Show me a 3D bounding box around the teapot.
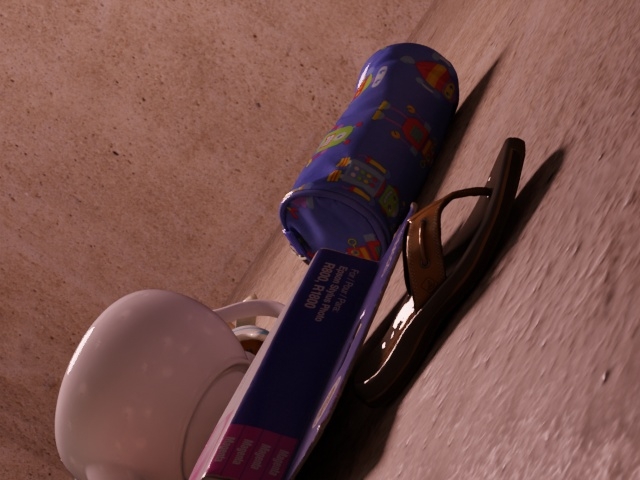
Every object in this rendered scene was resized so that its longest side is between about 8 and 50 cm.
[{"bbox_3d":[-0.148,0.180,1.735,0.252,0.187,0.256,8,-80,-66],"label":"teapot"}]

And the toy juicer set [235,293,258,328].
[{"bbox_3d":[-0.159,0.233,2.173,0.329,0.089,0.209,-48,-17,-4],"label":"toy juicer set"}]

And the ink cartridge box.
[{"bbox_3d":[-0.047,0.153,1.314,0.330,0.071,0.324,-63,0,34],"label":"ink cartridge box"}]

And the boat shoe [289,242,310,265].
[{"bbox_3d":[0.000,0.000,2.009,0.077,0.070,0.219,-59,5,-13],"label":"boat shoe"}]

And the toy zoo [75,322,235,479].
[{"bbox_3d":[-0.239,0.224,2.163,0.293,0.030,0.192,-51,-17,9],"label":"toy zoo"}]

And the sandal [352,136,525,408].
[{"bbox_3d":[0.077,0.017,1.142,0.219,0.060,0.090,-57,5,13],"label":"sandal"}]

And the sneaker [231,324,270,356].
[{"bbox_3d":[-0.157,0.175,2.007,0.229,0.087,0.092,-33,3,-12],"label":"sneaker"}]

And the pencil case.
[{"bbox_3d":[0.054,-0.090,1.715,0.133,0.119,0.306,-17,29,34],"label":"pencil case"}]
